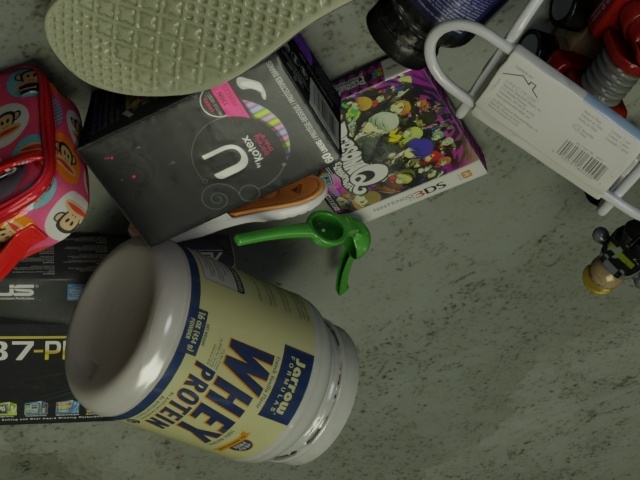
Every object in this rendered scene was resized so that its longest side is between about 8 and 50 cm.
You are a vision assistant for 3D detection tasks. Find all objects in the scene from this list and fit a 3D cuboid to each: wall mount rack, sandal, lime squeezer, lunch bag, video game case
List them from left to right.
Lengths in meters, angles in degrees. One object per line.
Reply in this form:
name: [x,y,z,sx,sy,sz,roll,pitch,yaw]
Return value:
lunch bag: [-0.414,-0.048,1.776,0.293,0.258,0.120,-24,140,14]
sandal: [-0.125,-0.066,1.939,0.265,0.102,0.076,-12,122,10]
lime squeezer: [0.000,0.000,1.987,0.110,0.059,0.310,-21,159,20]
video game case: [0.077,-0.126,1.947,0.210,0.042,0.232,-22,138,15]
wall mount rack: [0.301,-0.185,1.641,0.350,0.130,0.304,35,143,2]

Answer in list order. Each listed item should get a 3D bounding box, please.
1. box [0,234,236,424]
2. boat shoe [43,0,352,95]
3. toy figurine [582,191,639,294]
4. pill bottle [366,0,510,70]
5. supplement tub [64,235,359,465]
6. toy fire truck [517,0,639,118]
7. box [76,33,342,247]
box: [-0.328,0.127,2.114,0.394,0.097,0.318,0,135,-13]
boat shoe: [-0.084,-0.296,1.634,0.500,0.156,0.187,-21,118,29]
toy figurine: [0.454,-0.022,2.020,0.209,0.213,0.148,6,153,-12]
pill bottle: [0.155,-0.296,1.710,0.122,0.123,0.219,24,129,-32]
supplement tub: [-0.135,0.150,1.941,0.324,0.235,0.235,24,129,-34]
toy fire truck: [0.364,-0.190,1.778,0.158,0.246,0.217,14,134,-24]
box: [-0.127,-0.136,1.796,0.270,0.143,0.165,-24,121,17]
